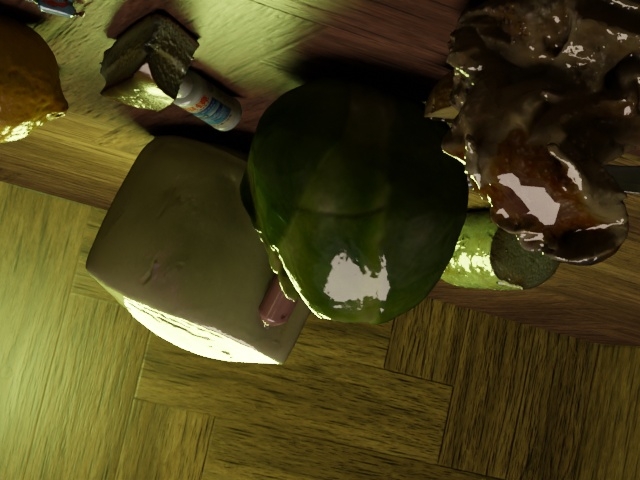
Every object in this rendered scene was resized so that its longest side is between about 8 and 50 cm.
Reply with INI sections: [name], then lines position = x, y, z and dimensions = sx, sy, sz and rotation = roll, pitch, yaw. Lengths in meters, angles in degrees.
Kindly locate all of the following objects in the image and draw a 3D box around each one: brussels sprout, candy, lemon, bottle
[brussels sprout]
position = 0.046, -0.076, 1.865
dimensions = 0.276, 0.314, 0.371
rotation = -11, -143, -19
[candy]
position = -0.351, -0.310, 1.778
dimensions = 0.083, 0.020, 0.030
rotation = 14, 173, -18
[lemon]
position = -0.482, -0.234, 1.920
dimensions = 0.257, 0.188, 0.188
rotation = 18, 171, -11
[bottle]
position = -0.191, -0.223, 2.020
dimensions = 0.060, 0.060, 0.217
rotation = 9, 170, 27

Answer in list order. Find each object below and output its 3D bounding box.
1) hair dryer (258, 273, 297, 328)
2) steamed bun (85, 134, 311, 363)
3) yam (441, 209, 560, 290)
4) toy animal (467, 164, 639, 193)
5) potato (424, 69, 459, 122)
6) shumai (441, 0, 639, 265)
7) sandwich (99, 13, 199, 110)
[hair dryer]
position = 0.000, 0.000, 2.274
dimensions = 0.210, 0.352, 0.125
rotation = 19, -166, -44
[steamed bun]
position = -0.212, 0.006, 2.451
dimensions = 0.456, 0.371, 0.290
rotation = 20, 168, 33
[yam]
position = 0.324, 0.016, 2.550
dimensions = 0.161, 0.161, 0.268
rotation = 17, 173, -27
[toy animal]
position = 0.320, -0.110, 1.946
dimensions = 0.367, 0.081, 0.206
rotation = 0, 163, 25
[potato]
position = 0.189, -0.186, 1.661
dimensions = 0.096, 0.066, 0.103
rotation = 0, 173, -24
[shumai]
position = 0.247, -0.107, 1.430
dimensions = 0.267, 0.262, 0.314
rotation = 16, 173, -20
[sandwich]
position = -0.234, -0.238, 1.846
dimensions = 0.096, 0.094, 0.258
rotation = 20, 171, -20
